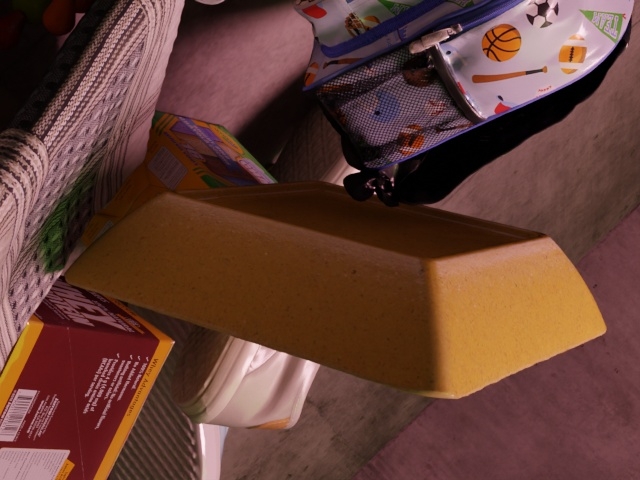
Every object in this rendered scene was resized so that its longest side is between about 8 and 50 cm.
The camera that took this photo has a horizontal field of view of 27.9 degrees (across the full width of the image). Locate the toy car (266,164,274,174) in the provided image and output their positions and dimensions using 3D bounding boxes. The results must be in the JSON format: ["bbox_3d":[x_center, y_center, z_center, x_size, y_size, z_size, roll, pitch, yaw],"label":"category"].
[{"bbox_3d":[-0.001,-0.036,1.546,0.239,0.053,0.225,-29,154,-37],"label":"toy car"}]

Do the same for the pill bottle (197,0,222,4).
[{"bbox_3d":[-0.036,-0.253,0.946,0.184,0.103,0.103,-46,163,-30],"label":"pill bottle"}]

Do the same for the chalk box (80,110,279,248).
[{"bbox_3d":[-0.118,-0.027,1.223,0.132,0.132,0.213,-50,159,15],"label":"chalk box"}]

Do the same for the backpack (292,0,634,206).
[{"bbox_3d":[0.115,-0.204,1.048,0.263,0.276,0.213,-16,132,20],"label":"backpack"}]

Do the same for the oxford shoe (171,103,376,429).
[{"bbox_3d":[0.000,0.000,1.332,0.449,0.130,0.169,-64,-158,-13],"label":"oxford shoe"}]

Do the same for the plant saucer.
[{"bbox_3d":[0.029,0.016,1.021,0.333,0.332,0.081,-9,111,-59],"label":"plant saucer"}]

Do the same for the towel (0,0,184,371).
[{"bbox_3d":[-0.187,-0.026,0.901,0.312,0.056,0.324,-65,-175,-36],"label":"towel"}]

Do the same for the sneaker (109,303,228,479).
[{"bbox_3d":[-0.136,0.184,1.442,0.150,0.135,0.366,-15,118,-57],"label":"sneaker"}]

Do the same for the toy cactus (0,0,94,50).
[{"bbox_3d":[-0.151,-0.236,0.844,0.180,0.112,0.219,-51,168,-48],"label":"toy cactus"}]

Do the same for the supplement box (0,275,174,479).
[{"bbox_3d":[-0.270,0.134,1.146,0.194,0.129,0.191,17,101,-58],"label":"supplement box"}]

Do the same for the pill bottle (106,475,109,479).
[{"bbox_3d":[-0.253,0.270,1.534,0.078,0.137,0.078,-38,158,-19],"label":"pill bottle"}]
